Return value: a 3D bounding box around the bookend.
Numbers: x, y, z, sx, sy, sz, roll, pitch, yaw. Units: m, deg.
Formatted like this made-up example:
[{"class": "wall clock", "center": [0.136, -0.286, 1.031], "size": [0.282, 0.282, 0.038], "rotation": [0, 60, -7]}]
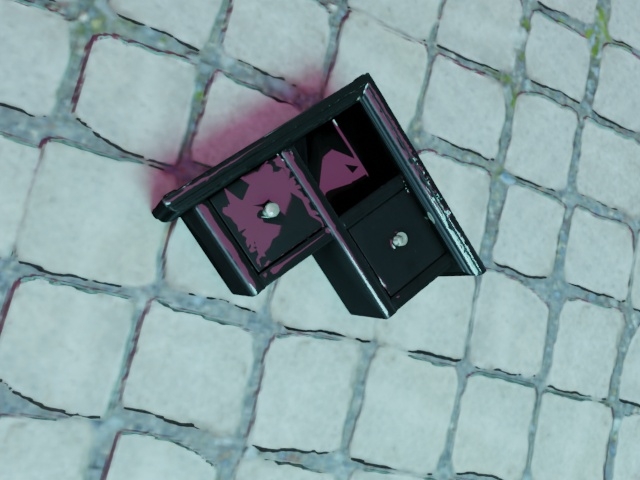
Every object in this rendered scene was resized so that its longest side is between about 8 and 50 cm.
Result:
[{"class": "bookend", "center": [0.000, 0.000, 0.382], "size": [0.157, 0.072, 0.156], "rotation": [-35, 99, -19]}]
